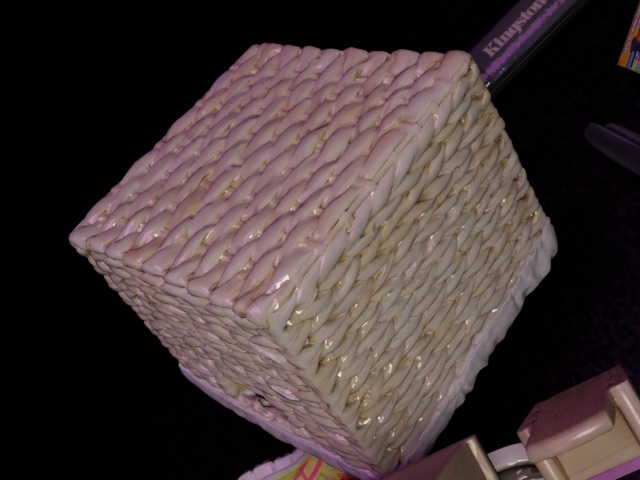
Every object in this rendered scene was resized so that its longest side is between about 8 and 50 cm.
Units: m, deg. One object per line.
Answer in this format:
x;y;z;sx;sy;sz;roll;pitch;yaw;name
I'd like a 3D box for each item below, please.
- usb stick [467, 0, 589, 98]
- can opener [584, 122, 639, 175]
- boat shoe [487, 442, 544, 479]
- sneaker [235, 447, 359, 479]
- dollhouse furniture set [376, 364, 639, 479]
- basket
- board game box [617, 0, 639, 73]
0.240;-0.247;0.889;0.278;0.045;0.077;-45;41;11;usb stick
0.326;-0.073;0.686;0.186;0.059;0.073;-125;48;-58;can opener
0.088;0.288;0.615;0.305;0.109;0.091;-37;29;15;boat shoe
0.002;0.261;0.757;0.208;0.081;0.094;-38;52;26;sneaker
0.135;0.288;0.439;0.286;0.198;0.303;-33;79;21;dollhouse furniture set
0.000;0.000;0.717;0.328;0.266;0.331;16;58;43;basket
0.374;-0.226;0.676;0.141;0.048;0.170;49;137;50;board game box
